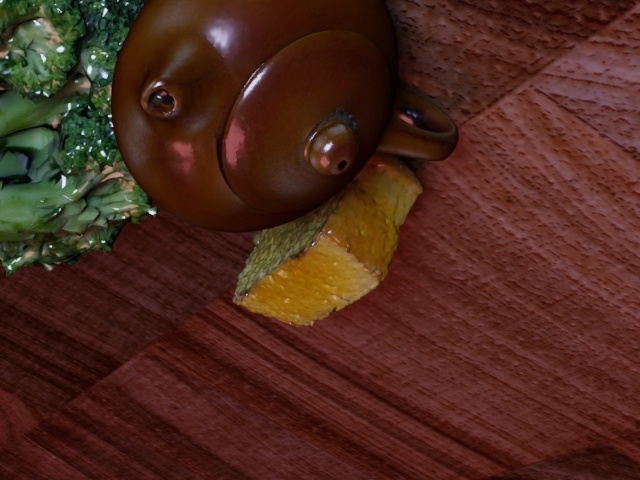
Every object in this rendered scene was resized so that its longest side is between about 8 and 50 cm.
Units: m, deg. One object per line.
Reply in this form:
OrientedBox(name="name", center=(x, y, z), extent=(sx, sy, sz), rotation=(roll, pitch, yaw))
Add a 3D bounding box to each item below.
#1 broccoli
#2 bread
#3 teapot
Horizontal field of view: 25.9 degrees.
OrientedBox(name="broccoli", center=(-0.218, -0.089, 0.867), extent=(0.265, 0.245, 0.294), rotation=(34, 130, 19))
OrientedBox(name="bread", center=(0.000, 0.000, 0.988), extent=(0.065, 0.103, 0.187), rotation=(31, 146, -19))
OrientedBox(name="teapot", center=(-0.009, -0.074, 0.797), extent=(0.252, 0.178, 0.135), rotation=(7, -150, -42))
